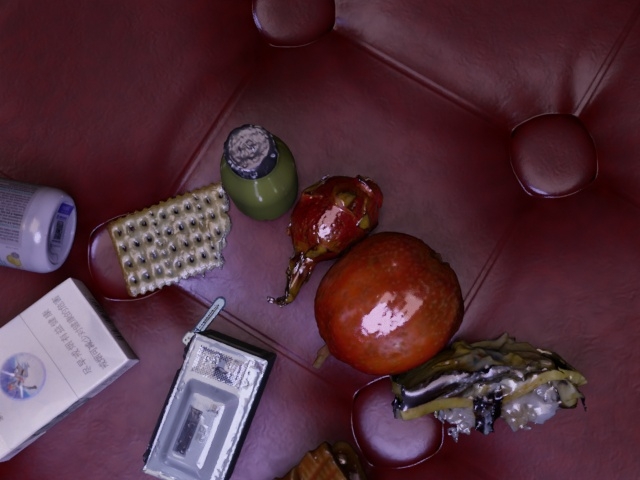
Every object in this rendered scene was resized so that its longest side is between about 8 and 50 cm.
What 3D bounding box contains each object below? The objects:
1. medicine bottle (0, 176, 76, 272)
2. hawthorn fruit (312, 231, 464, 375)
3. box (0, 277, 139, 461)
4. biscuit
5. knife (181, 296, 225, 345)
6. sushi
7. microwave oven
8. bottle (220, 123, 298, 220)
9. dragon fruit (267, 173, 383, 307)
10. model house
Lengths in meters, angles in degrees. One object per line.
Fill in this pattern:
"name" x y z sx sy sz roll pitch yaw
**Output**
"medicine bottle" -0.504 -0.032 1.189 0.215 0.135 0.135 10 82 3
"hawthorn fruit" 0.084 0.109 1.132 0.253 0.205 0.205 -42 83 2
"box" -0.436 0.199 1.187 0.256 0.069 0.164 -37 82 -5
"biscuit" -0.234 0.000 1.240 0.203 0.016 0.144 -18 81 -1
"knife" -0.184 0.130 1.222 0.027 0.010 0.096 37 84 6
"sushi" 0.247 0.216 1.156 0.291 0.139 0.131 -9 101 1
"microwave oven" -0.161 0.246 1.130 0.123 0.162 0.208 20 87 5
"bottle" -0.091 -0.102 1.128 0.112 0.260 0.112 0 82 1
"dragon fruit" 0.000 0.000 1.185 0.125 0.125 0.246 32 90 3
"model house" -0.002 0.421 1.070 0.199 0.229 0.219 -36 83 2
